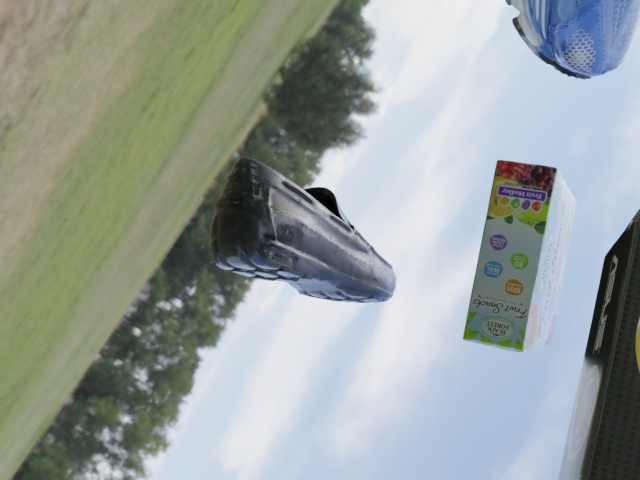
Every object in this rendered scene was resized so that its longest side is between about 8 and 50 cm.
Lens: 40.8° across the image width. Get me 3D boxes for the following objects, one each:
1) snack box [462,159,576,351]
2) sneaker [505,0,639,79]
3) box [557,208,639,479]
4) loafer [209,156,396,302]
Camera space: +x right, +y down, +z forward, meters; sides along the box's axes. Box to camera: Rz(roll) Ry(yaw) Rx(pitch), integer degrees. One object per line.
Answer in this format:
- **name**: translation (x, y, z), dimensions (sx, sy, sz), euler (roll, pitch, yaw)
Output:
- **snack box**: translation (0.124, 0.014, 0.517), dimensions (0.141, 0.037, 0.100), euler (15, 85, -69)
- **sneaker**: translation (0.186, -0.197, 0.340), dimensions (0.130, 0.147, 0.330), euler (-41, 160, -45)
- **box**: translation (0.199, 0.143, 0.335), dimensions (0.060, 0.216, 0.270), euler (85, 22, -69)
- **loafer**: translation (0.000, 0.000, 0.637), dimensions (0.076, 0.223, 0.078), euler (1, -103, 29)
